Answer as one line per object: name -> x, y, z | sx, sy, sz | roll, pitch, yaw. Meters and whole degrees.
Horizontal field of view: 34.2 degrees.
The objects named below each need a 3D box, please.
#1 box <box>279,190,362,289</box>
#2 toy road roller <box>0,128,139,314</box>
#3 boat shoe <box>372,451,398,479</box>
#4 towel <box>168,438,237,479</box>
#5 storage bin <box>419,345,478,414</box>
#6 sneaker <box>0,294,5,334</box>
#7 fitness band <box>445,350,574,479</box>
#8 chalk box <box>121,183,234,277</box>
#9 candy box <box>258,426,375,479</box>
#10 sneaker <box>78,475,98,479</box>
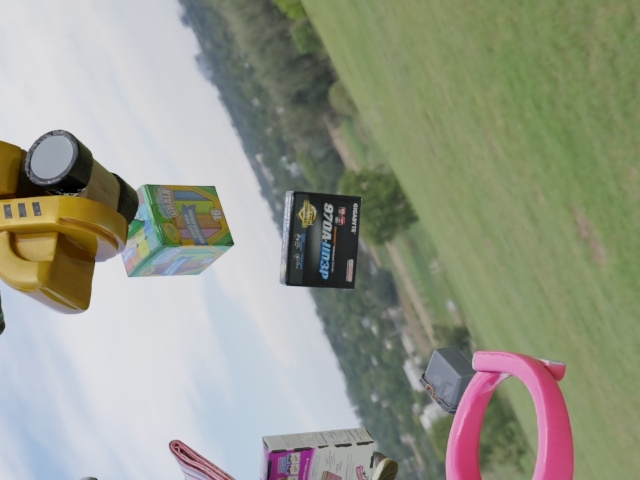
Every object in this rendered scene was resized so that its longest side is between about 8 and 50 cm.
box -> 0.000, 0.000, 2.418 | 0.051, 0.175, 0.220 | -171, 85, -70
toy road roller -> -0.455, -0.014, 1.594 | 0.202, 0.329, 0.240 | 51, -141, -61
boat shoe -> 0.102, 0.598, 2.433 | 0.080, 0.223, 0.073 | 25, -174, -42
towel -> -0.180, 0.538, 2.051 | 0.237, 0.037, 0.329 | 28, 148, 29
storage bin -> 0.276, 0.293, 2.221 | 0.135, 0.098, 0.091 | 48, 135, 49
sneaker -> -0.704, 0.094, 2.094 | 0.267, 0.101, 0.106 | 32, 120, 39
fitness band -> 0.221, 0.238, 1.242 | 0.291, 0.054, 0.209 | 165, 116, -76
chalk box -> -0.291, -0.017, 1.907 | 0.213, 0.132, 0.132 | -2, -115, -43
candy box -> -0.009, 0.484, 2.178 | 0.071, 0.233, 0.159 | -131, 43, -64
sneaker -> -0.405, 0.394, 1.578 | 0.098, 0.083, 0.223 | 61, -163, -7
